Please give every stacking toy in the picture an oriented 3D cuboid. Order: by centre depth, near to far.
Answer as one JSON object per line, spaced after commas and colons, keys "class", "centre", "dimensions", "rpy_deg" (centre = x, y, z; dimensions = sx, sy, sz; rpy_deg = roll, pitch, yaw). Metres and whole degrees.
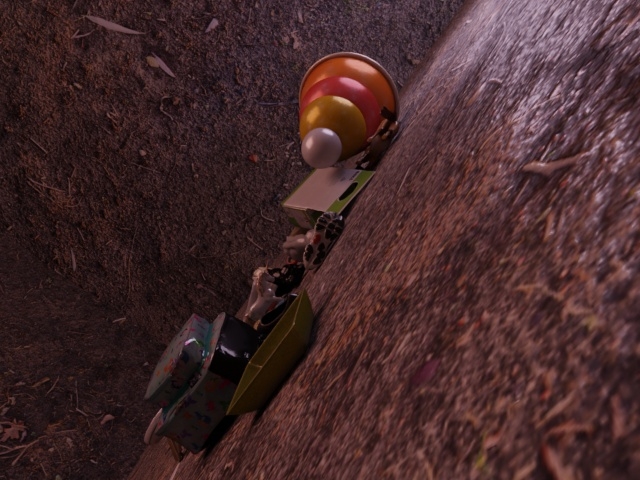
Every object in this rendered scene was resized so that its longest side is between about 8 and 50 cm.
{"class": "stacking toy", "centre": [0.038, -0.355, 1.902], "dimensions": [0.351, 0.350, 0.480], "rpy_deg": [-51, 6, 37]}

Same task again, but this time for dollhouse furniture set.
{"class": "dollhouse furniture set", "centre": [-0.310, 0.470, 1.554], "dimensions": [0.151, 0.123, 0.144], "rpy_deg": [-17, -15, -28]}

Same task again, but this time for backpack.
{"class": "backpack", "centre": [-0.244, 0.291, 1.239], "dimensions": [0.254, 0.191, 0.225], "rpy_deg": [-61, 11, 16]}

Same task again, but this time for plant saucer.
{"class": "plant saucer", "centre": [-0.071, 0.190, 1.016], "dimensions": [0.188, 0.045, 0.188], "rpy_deg": [-54, 5, 14]}

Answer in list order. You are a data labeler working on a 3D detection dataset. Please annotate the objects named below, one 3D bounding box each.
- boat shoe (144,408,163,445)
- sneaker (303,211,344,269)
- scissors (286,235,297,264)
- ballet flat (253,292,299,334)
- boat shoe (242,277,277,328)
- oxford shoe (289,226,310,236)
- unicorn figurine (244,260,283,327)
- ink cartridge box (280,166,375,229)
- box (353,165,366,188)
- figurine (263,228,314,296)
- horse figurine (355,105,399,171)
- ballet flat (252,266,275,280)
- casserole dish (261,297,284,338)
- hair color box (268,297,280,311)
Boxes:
{"class": "boat shoe", "centre": [-0.494, 0.602, 2.102], "dimensions": [0.267, 0.088, 0.096], "rpy_deg": [-51, -21, -22]}
{"class": "sneaker", "centre": [0.000, 0.000, 1.534], "dimensions": [0.170, 0.068, 0.071], "rpy_deg": [-57, 0, -22]}
{"class": "scissors", "centre": [-0.116, 0.036, 2.296], "dimensions": [0.109, 0.021, 0.297], "rpy_deg": [-58, 19, -5]}
{"class": "ballet flat", "centre": [-0.092, 0.151, 1.288], "dimensions": [0.173, 0.049, 0.058], "rpy_deg": [-37, 29, 39]}
{"class": "boat shoe", "centre": [-0.175, 0.215, 1.721], "dimensions": [0.083, 0.075, 0.226], "rpy_deg": [-74, 0, -62]}
{"class": "oxford shoe", "centre": [-0.052, -0.117, 2.328], "dimensions": [0.397, 0.146, 0.141], "rpy_deg": [-55, 6, 49]}
{"class": "unicorn figurine", "centre": [-0.131, 0.150, 1.492], "dimensions": [0.162, 0.111, 0.060], "rpy_deg": [-55, 4, 0]}
{"class": "ink cartridge box", "centre": [0.037, -0.119, 1.784], "dimensions": [0.255, 0.097, 0.189], "rpy_deg": [13, 54, 48]}
{"class": "box", "centre": [0.087, -0.170, 2.032], "dimensions": [0.136, 0.036, 0.225], "rpy_deg": [-52, 4, 30]}
{"class": "figurine", "centre": [-0.066, 0.055, 1.757], "dimensions": [0.215, 0.092, 0.209], "rpy_deg": [-56, 13, -21]}
{"class": "horse figurine", "centre": [0.171, -0.293, 1.814], "dimensions": [0.174, 0.066, 0.263], "rpy_deg": [-50, -9, -49]}
{"class": "ballet flat", "centre": [-0.192, 0.144, 2.174], "dimensions": [0.108, 0.106, 0.316], "rpy_deg": [-56, 5, -11]}
{"class": "casserole dish", "centre": [-0.122, 0.218, 1.389], "dimensions": [0.188, 0.037, 0.114], "rpy_deg": [-56, 4, -20]}
{"class": "hair color box", "centre": [-0.186, 0.219, 1.915], "dimensions": [0.167, 0.053, 0.093], "rpy_deg": [-58, 6, -20]}
